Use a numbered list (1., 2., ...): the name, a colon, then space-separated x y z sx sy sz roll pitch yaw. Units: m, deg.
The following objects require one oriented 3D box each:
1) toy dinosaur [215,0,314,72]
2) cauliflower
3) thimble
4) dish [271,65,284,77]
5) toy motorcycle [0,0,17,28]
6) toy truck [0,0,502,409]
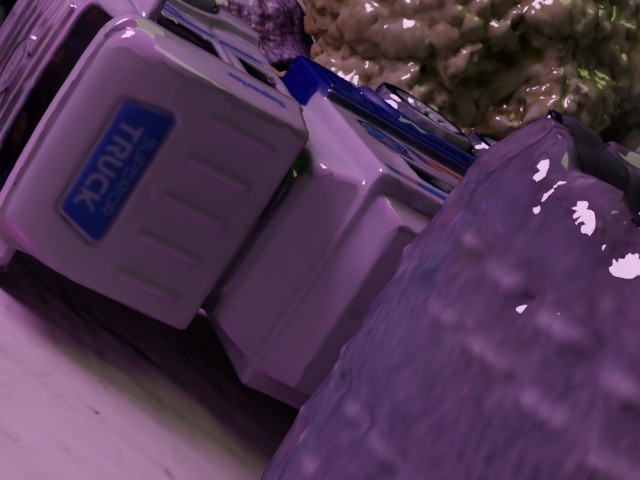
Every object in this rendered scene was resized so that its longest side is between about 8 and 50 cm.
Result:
1. toy dinosaur: -0.079 -0.167 1.189 0.162 0.077 0.294 42 29 15
2. cauliflower: 0.130 -0.147 1.182 0.260 0.327 0.281 6 -11 31
3. thimble: 0.099 0.081 0.483 0.205 0.172 0.236 28 15 -10
4. dish: -0.055 -0.060 0.818 0.208 0.080 0.149 37 3 -5
5. toy motorcycle: -0.176 -0.159 0.706 0.159 0.106 0.270 26 -26 52
6. toy truck: 0.000 0.000 0.636 0.268 0.124 0.155 27 13 -27
